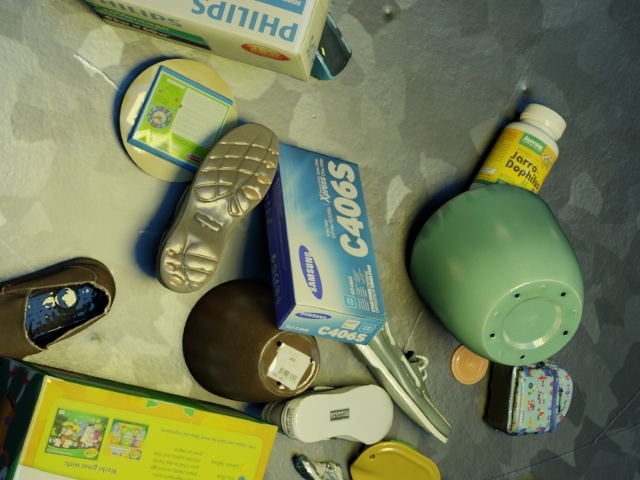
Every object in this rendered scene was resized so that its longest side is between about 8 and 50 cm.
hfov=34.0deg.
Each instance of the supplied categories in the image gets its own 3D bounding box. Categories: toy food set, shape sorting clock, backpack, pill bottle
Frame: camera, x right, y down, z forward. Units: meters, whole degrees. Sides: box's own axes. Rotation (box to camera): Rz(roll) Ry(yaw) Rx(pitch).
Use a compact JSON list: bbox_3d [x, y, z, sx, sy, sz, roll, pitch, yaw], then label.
[{"bbox_3d":[0.152,0.438,1.976,0.217,0.071,0.128,34,105,-21],"label":"toy food set"},{"bbox_3d":[-0.237,-0.200,1.752,0.206,0.040,0.206,-5,100,-28],"label":"shape sorting clock"},{"bbox_3d":[0.424,0.305,2.054,0.173,0.117,0.158,6,93,-27],"label":"backpack"},{"bbox_3d":[0.380,-0.151,1.991,0.117,0.117,0.208,36,80,-23],"label":"pill bottle"}]

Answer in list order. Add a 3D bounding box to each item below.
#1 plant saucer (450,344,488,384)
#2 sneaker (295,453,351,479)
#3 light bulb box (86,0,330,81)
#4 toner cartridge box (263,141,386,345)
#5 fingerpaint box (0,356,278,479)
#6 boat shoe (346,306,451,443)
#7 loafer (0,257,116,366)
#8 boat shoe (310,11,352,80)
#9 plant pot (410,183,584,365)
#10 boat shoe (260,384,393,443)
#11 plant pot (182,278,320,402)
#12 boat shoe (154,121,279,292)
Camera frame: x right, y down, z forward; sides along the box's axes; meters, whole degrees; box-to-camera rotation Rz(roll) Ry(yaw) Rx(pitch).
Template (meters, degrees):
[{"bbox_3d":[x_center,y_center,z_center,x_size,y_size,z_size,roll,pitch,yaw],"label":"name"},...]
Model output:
[{"bbox_3d":[0.292,0.240,2.043,0.083,0.013,0.084,-2,95,-24],"label":"plant saucer"},{"bbox_3d":[0.006,0.426,1.918,0.135,0.052,0.058,47,66,-28],"label":"sneaker"},{"bbox_3d":[-0.139,-0.477,1.602,0.357,0.225,0.361,17,88,3],"label":"light bulb box"},{"bbox_3d":[0.000,0.000,1.741,0.165,0.075,0.348,12,47,-24],"label":"toner cartridge box"},{"bbox_3d":[-0.327,0.415,1.640,0.444,0.163,0.371,20,83,-40],"label":"fingerpaint box"},{"bbox_3d":[0.158,0.241,1.929,0.099,0.116,0.319,-42,104,-11],"label":"boat shoe"},{"bbox_3d":[-0.485,0.126,1.621,0.365,0.130,0.134,-28,105,-19],"label":"loafer"},{"bbox_3d":[-0.030,-0.402,1.808,0.089,0.109,0.258,-43,126,-22],"label":"boat shoe"},{"bbox_3d":[0.334,0.084,1.868,0.292,0.235,0.293,-7,124,-11],"label":"plant pot"},{"bbox_3d":[0.015,0.311,1.870,0.301,0.102,0.108,4,88,-51],"label":"boat shoe"},{"bbox_3d":[-0.094,0.185,1.747,0.215,0.230,0.216,-3,96,-24],"label":"plant pot"},{"bbox_3d":[-0.184,-0.059,1.751,0.123,0.116,0.324,37,73,-15],"label":"boat shoe"}]
